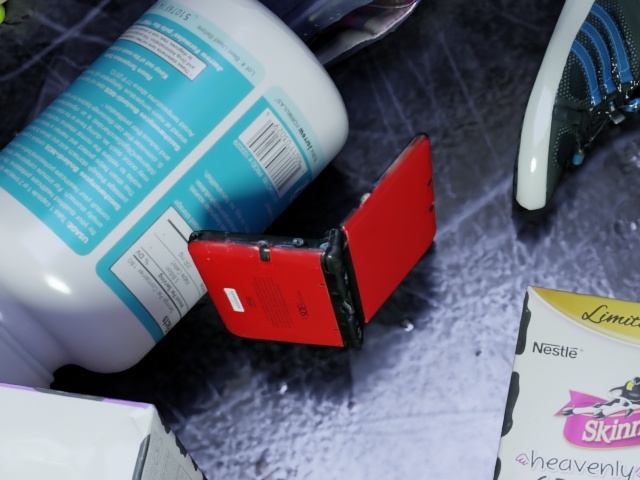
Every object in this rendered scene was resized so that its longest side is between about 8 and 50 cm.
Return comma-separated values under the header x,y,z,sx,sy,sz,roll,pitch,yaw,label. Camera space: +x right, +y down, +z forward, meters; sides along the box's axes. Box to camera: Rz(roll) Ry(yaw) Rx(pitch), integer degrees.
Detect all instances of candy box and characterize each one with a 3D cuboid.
x,y,z,sx,sy,sz,roll,pitch,yaw,label
-0.151,0.135,0.682,0.165,0.196,0.070,7,67,9,candy box
0.171,0.153,0.705,0.159,0.071,0.233,8,67,11,candy box

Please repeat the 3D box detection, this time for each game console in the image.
x,y,z,sx,sy,sz,roll,pitch,yaw,label
0.000,0.000,0.754,0.124,0.144,0.085,5,66,9,game console

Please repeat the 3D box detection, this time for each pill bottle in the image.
x,y,z,sx,sy,sz,roll,pitch,yaw,label
-0.117,-0.023,0.777,0.146,0.146,0.264,39,75,20,pill bottle

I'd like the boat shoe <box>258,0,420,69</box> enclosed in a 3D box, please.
x,y,z,sx,sy,sz,roll,pitch,yaw,label
0.054,-0.242,0.879,0.340,0.127,0.158,-37,74,-1,boat shoe

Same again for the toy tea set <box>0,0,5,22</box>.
x,y,z,sx,sy,sz,roll,pitch,yaw,label
-0.371,-0.138,0.899,0.336,0.124,0.200,-10,36,6,toy tea set

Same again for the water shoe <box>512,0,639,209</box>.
x,y,z,sx,sy,sz,roll,pitch,yaw,label
0.181,-0.106,0.819,0.080,0.073,0.203,18,70,12,water shoe
